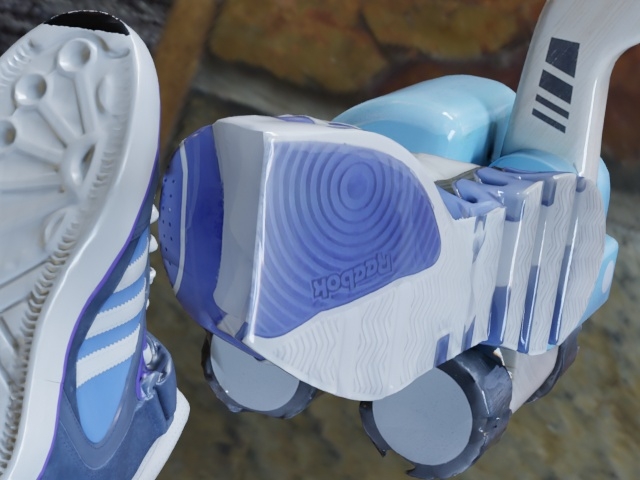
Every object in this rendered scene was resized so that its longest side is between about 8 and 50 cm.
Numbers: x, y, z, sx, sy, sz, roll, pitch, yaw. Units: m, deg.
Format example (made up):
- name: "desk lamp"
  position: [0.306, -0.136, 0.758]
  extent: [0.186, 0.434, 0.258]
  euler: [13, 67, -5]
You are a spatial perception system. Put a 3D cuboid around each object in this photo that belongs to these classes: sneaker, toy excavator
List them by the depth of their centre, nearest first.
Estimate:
- name: "sneaker"
  position: [0.001, 0.000, 0.870]
  extent: [0.182, 0.315, 0.127]
  euler: [12, 95, 36]
- name: "sneaker"
  position: [-0.153, 0.040, 1.060]
  extent: [0.130, 0.236, 0.323]
  euler: [10, 79, 18]
- name: "toy excavator"
  position: [0.143, -0.059, 1.222]
  extent: [0.432, 0.222, 0.445]
  euler: [15, 111, 24]
